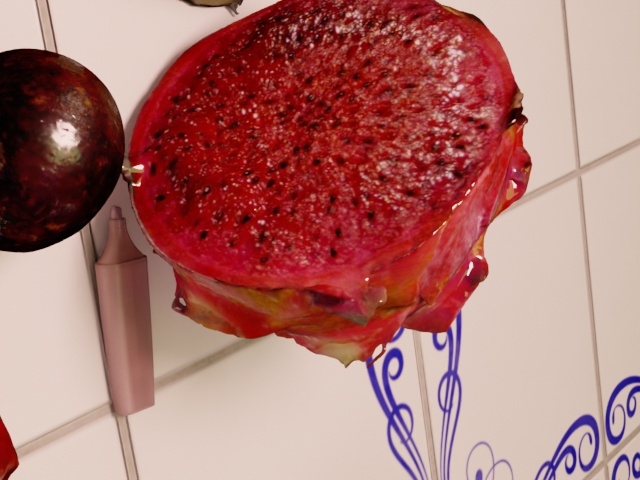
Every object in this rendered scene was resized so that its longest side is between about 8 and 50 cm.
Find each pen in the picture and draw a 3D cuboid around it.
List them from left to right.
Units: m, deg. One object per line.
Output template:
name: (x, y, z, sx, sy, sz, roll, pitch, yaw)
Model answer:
pen: (-0.183, 0.064, 1.101, 0.053, 0.032, 0.197, -15, 106, -50)

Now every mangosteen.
mangosteen: (-0.242, -0.082, 0.915, 0.184, 0.172, 0.172, 52, 52, -26)

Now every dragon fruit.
dragon fruit: (0.018, -0.046, 1.107, 0.249, 0.371, 0.386, 65, 15, -50)

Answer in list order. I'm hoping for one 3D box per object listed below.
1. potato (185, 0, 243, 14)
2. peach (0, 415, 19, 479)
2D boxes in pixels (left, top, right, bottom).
potato: (-0.013, -0.368, 1.092, 0.397, 0.296, 0.290, -5, 97, -50)
peach: (-0.308, 0.147, 0.804, 0.197, 0.197, 0.197, -4, 94, -52)
